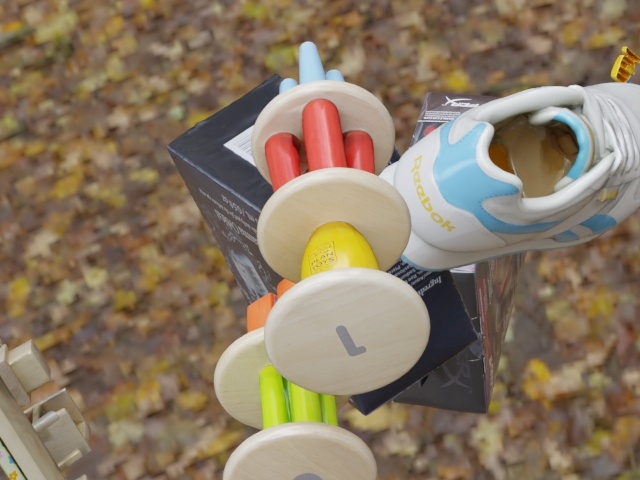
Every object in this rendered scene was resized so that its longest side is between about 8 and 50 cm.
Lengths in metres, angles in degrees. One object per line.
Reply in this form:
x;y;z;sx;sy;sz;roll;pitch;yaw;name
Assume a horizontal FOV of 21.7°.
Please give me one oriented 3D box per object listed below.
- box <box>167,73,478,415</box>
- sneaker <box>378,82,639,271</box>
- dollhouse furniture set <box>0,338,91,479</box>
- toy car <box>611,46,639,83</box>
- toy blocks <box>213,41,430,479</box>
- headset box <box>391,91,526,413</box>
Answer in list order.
0.000;0.000;1.039;0.093;0.158;0.156;-34;30;-13;box
0.136;-0.044;0.925;0.228;0.087;0.092;-21;-8;-42;sneaker
-0.223;0.087;0.974;0.101;0.182;0.161;-29;15;-1;dollhouse furniture set
0.273;-0.134;1.504;0.060;0.122;0.040;22;82;40;toy car
-0.005;0.010;0.598;0.054;0.123;0.148;7;39;-12;toy blocks
0.140;0.021;1.743;0.110;0.218;0.293;5;46;15;headset box
